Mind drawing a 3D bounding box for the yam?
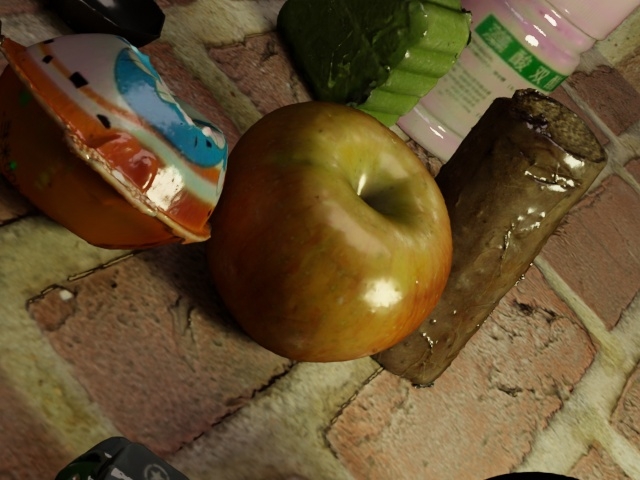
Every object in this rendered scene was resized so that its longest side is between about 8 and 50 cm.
[{"bbox_3d":[0.134,-0.003,1.183,0.131,0.280,0.131,29,24,-14],"label":"yam"}]

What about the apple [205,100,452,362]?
[{"bbox_3d":[0.000,0.000,1.078,0.210,0.173,0.235,40,35,-7],"label":"apple"}]

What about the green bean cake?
[{"bbox_3d":[0.059,-0.252,1.525,0.113,0.200,0.214,6,49,-43],"label":"green bean cake"}]

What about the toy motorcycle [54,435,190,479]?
[{"bbox_3d":[-0.049,0.210,0.735,0.274,0.125,0.187,40,34,-14],"label":"toy motorcycle"}]

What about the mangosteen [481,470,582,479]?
[{"bbox_3d":[0.141,0.294,0.839,0.231,0.231,0.289,37,62,-19],"label":"mangosteen"}]

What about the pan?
[{"bbox_3d":[-0.232,-0.258,1.248,0.128,0.048,0.202,6,47,-57],"label":"pan"}]

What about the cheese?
[{"bbox_3d":[-0.166,-0.087,1.000,0.217,0.129,0.329,44,6,-17],"label":"cheese"}]

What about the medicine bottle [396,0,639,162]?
[{"bbox_3d":[0.235,-0.273,1.683,0.212,0.325,0.212,38,24,-20],"label":"medicine bottle"}]
